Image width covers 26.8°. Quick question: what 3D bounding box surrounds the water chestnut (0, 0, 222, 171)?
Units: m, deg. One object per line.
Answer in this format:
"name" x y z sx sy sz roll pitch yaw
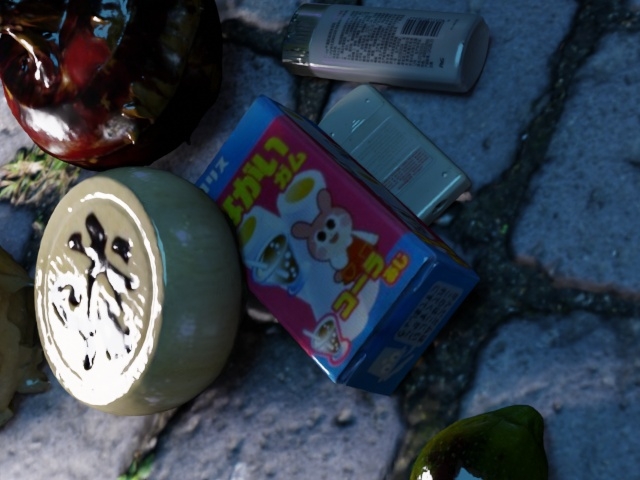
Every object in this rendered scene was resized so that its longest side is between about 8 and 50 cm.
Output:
"water chestnut" -0.257 -0.232 1.521 0.300 0.300 0.300 -12 61 23

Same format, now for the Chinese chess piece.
"Chinese chess piece" -0.190 0.052 1.384 0.257 0.104 0.257 -3 86 46

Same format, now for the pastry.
"pastry" -0.472 0.114 1.543 0.330 0.136 0.329 -11 62 22

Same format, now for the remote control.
"remote control" 0.072 -0.089 1.420 0.087 0.029 0.190 -44 54 2

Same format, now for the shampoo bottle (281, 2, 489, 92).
"shampoo bottle" 0.068 -0.213 1.469 0.227 0.056 0.086 9 70 31

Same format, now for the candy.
"candy" 0.001 0.000 1.356 0.306 0.100 0.157 44 104 36

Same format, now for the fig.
"fig" 0.150 0.208 1.195 0.123 0.123 0.156 11 33 32
